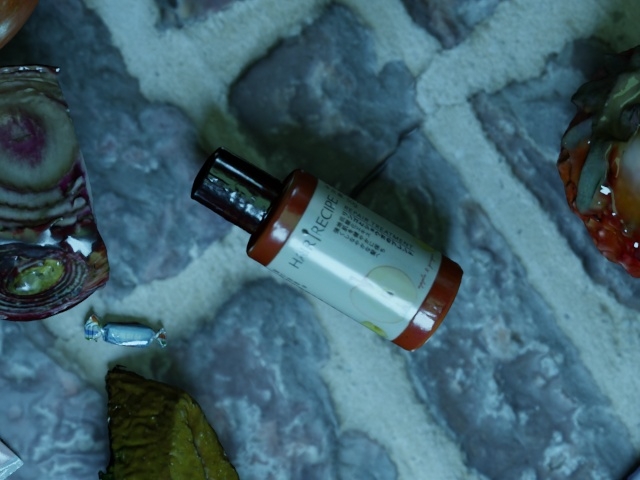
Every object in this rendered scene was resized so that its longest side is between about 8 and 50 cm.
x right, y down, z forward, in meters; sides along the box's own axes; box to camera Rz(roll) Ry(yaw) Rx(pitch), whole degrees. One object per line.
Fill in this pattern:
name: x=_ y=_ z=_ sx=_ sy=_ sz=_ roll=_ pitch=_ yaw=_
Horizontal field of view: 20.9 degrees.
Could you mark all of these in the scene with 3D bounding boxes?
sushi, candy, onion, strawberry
sushi: x=-0.154 y=0.265 z=1.685 sx=0.149 sy=0.140 sz=0.287 roll=-34 pitch=96 yaw=-47
candy: x=-0.194 y=0.091 z=1.732 sx=0.083 sy=0.020 sz=0.030 roll=5 pitch=90 yaw=-11
onion: x=-0.313 y=-0.027 z=1.621 sx=0.207 sy=0.206 sz=0.216 roll=-7 pitch=58 yaw=-11
strawberry: x=0.394 y=-0.057 z=1.792 sx=0.336 sy=0.149 sz=0.265 roll=32 pitch=77 yaw=-19

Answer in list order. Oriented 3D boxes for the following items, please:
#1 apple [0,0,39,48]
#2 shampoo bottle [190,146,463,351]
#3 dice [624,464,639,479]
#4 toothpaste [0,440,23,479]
apple: x=-0.396 y=-0.303 z=1.540 sx=0.277 sy=0.348 sz=0.348 roll=-32 pitch=95 yaw=-17
shampoo bottle: x=0.000 y=0.000 z=1.728 sx=0.278 sy=0.104 sz=0.104 roll=31 pitch=84 yaw=-8
dice: x=0.410 y=0.373 z=1.714 sx=0.270 sy=0.271 sz=0.270 roll=34 pitch=83 yaw=-9
toothpaste: x=-0.376 y=0.165 z=1.691 sx=0.067 sy=0.043 sz=0.194 roll=-39 pitch=102 yaw=-11
